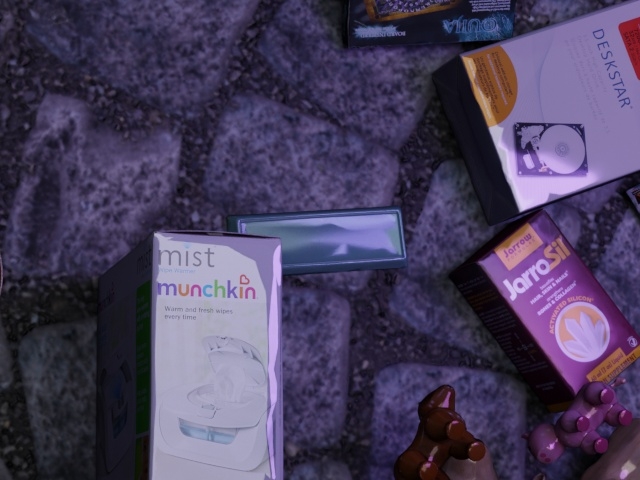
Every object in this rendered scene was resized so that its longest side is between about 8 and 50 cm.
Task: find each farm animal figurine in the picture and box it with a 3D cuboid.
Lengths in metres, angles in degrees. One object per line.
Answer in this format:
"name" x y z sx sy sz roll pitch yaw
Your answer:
"farm animal figurine" 0.192 0.283 1.748 0.330 0.172 0.327 10 89 -24

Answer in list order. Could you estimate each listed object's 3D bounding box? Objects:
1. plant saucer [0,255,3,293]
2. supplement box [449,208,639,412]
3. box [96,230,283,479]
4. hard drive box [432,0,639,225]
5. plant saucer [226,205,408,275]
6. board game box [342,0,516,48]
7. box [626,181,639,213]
"plant saucer" -0.389 0.033 1.669 0.168 0.029 0.168 3 80 -17
"supplement box" 0.238 0.075 1.836 0.104 0.081 0.188 -38 92 -20
"box" -0.123 0.126 1.614 0.127 0.262 0.231 2 80 -17
"hard drive box" 0.264 -0.140 1.879 0.232 0.089 0.181 -20 87 -19
"plant saucer" 0.000 0.000 1.808 0.192 0.018 0.067 -4 81 -18
"board game box" 0.117 -0.268 1.845 0.186 0.026 0.126 -4 120 -12
"box" 0.411 -0.046 1.890 0.027 0.137 0.094 -30 90 -53
